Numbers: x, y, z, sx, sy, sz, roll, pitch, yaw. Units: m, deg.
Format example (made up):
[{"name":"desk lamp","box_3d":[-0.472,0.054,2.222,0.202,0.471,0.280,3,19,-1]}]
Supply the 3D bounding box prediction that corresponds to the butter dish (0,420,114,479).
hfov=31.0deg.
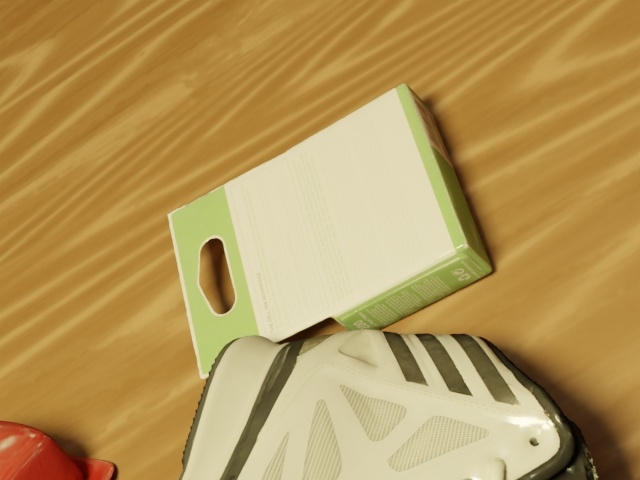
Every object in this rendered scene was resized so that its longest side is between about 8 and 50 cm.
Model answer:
[{"name":"butter dish","box_3d":[-0.274,0.194,0.909,0.160,0.118,0.160,-2,34,30]}]

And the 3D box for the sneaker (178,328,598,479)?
[{"name":"sneaker","box_3d":[0.032,0.199,0.664,0.257,0.169,0.447,-12,35,20]}]

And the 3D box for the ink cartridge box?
[{"name":"ink cartridge box","box_3d":[0.000,0.000,0.922,0.235,0.056,0.171,-29,53,17]}]
